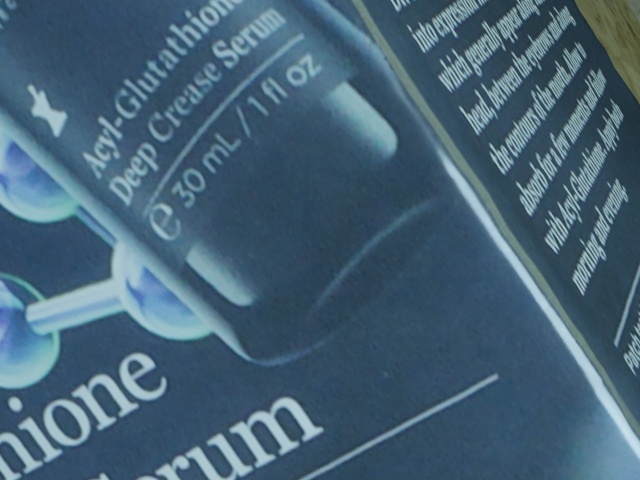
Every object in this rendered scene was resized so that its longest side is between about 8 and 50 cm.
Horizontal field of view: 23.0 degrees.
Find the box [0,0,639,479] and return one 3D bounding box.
[{"bbox_3d":[-0.091,-0.037,0.489,0.395,0.293,0.212,56,23,-5],"label":"box"}]
